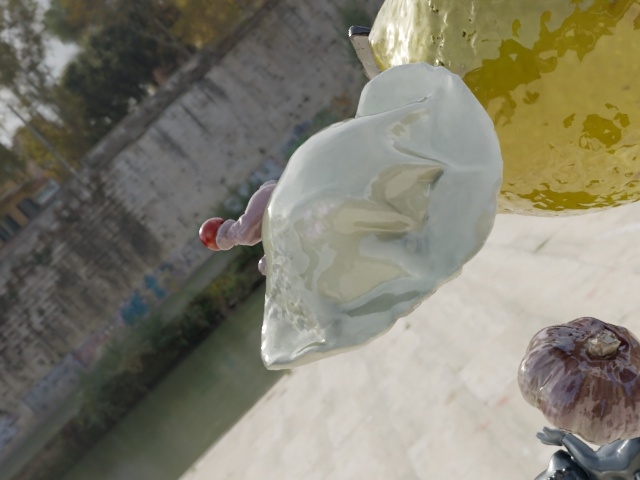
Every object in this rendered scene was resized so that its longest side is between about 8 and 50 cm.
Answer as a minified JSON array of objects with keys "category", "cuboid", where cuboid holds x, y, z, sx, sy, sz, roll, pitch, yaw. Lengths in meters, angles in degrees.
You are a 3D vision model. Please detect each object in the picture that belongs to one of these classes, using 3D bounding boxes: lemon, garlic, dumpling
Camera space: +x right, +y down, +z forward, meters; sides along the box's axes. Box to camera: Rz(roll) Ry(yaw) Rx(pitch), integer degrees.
[{"category":"lemon","cuboid":[0.239,-0.188,0.961,0.388,0.349,0.350,-2,8,2]},{"category":"garlic","cuboid":[0.288,0.143,1.073,0.147,0.159,0.102,-38,-35,-36]},{"category":"dumpling","cuboid":[0.038,-0.009,0.676,0.216,0.126,0.166,-43,31,-27]}]

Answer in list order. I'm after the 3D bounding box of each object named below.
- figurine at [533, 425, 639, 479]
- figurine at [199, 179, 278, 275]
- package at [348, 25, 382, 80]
[{"category":"figurine","cuboid":[0.384,0.330,1.342,0.265,0.193,0.140,-34,37,46]},{"category":"figurine","cuboid":[0.000,0.000,1.257,0.176,0.288,0.186,27,-102,-58]},{"category":"package","cuboid":[0.156,-0.209,1.346,0.030,0.239,0.154,-58,-26,-15]}]
